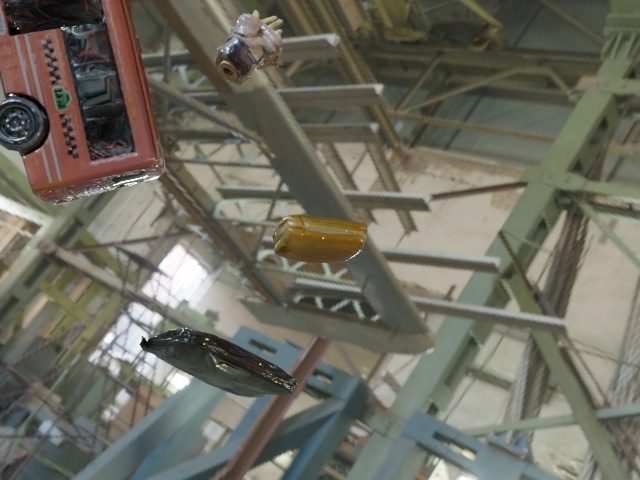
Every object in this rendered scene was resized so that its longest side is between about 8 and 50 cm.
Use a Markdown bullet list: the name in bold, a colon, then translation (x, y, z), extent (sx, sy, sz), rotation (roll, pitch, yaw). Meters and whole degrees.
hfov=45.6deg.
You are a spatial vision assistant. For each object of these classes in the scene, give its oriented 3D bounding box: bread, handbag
- **bread**: translation (0.000, 0.000, 1.589), extent (0.200, 0.077, 0.116), rotation (6, -33, -25)
- **handbag**: translation (-0.217, 0.270, 1.639), extent (0.332, 0.075, 0.191), rotation (31, -30, -34)

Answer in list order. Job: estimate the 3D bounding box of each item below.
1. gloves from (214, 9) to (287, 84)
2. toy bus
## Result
- **gloves**: translation (-0.129, -0.344, 1.369), extent (0.094, 0.144, 0.111), rotation (-19, -81, 54)
- **toy bus**: translation (-0.372, -0.280, 1.119), extent (0.203, 0.232, 0.427), rotation (168, -91, -81)
